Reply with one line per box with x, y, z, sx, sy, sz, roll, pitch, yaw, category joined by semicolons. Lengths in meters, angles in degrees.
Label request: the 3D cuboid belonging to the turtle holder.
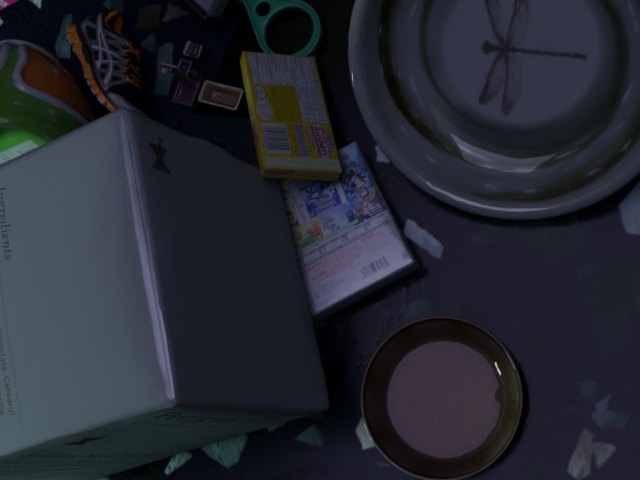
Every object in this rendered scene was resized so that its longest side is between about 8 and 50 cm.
-0.458;-0.139;1.420;0.320;0.243;0.227;-41;43;48;turtle holder

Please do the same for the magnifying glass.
-0.087;-0.334;1.425;0.092;0.026;0.231;-48;67;3;magnifying glass

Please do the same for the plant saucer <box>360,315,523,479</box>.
0.148;0.192;1.216;0.199;0.036;0.198;-4;77;18;plant saucer

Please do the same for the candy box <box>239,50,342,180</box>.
-0.041;-0.166;1.311;0.105;0.027;0.205;3;53;-21;candy box

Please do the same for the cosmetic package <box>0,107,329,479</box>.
-0.261;0.093;1.195;0.394;0.329;0.327;-21;71;24;cosmetic package

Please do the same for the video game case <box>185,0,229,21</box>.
-0.180;-0.492;1.422;0.275;0.035;0.248;47;122;26;video game case

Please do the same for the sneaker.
-0.296;-0.252;1.449;0.083;0.084;0.214;-32;69;4;sneaker

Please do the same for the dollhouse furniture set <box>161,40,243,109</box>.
-0.163;-0.236;1.397;0.114;0.081;0.091;17;84;22;dollhouse furniture set

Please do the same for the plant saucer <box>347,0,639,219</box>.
0.236;-0.225;1.196;0.401;0.100;0.400;9;115;19;plant saucer

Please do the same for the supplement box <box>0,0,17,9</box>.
-0.538;-0.427;1.555;0.220;0.111;0.113;-25;71;12;supplement box

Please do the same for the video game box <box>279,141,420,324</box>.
0.000;0.000;1.306;0.205;0.048;0.187;-28;72;11;video game box
